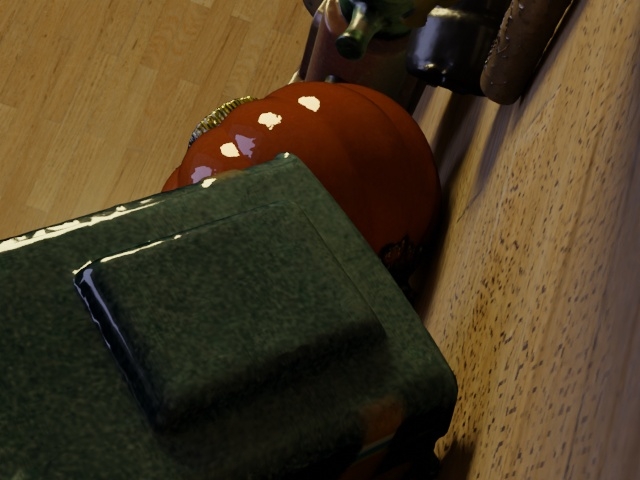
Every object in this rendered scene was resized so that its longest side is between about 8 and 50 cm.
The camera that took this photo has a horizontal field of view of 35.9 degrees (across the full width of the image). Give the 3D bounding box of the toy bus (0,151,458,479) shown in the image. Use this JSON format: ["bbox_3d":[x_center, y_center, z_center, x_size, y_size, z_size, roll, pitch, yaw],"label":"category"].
[{"bbox_3d":[-0.115,0.100,0.419,0.323,0.162,0.194,-20,-31,-28],"label":"toy bus"}]

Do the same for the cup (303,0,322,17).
[{"bbox_3d":[0.116,-0.385,1.225,0.301,0.227,0.257,-40,8,1],"label":"cup"}]

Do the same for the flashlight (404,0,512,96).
[{"bbox_3d":[0.110,-0.203,0.592,0.093,0.093,0.232,-86,13,-86],"label":"flashlight"}]

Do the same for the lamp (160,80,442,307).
[{"bbox_3d":[-0.015,-0.012,0.713,0.223,0.196,0.223,-33,-20,-14],"label":"lamp"}]

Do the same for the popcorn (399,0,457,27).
[{"bbox_3d":[0.026,-0.201,0.257,0.247,0.282,0.282,-46,20,47],"label":"popcorn"}]

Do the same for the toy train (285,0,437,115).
[{"bbox_3d":[0.052,-0.183,0.828,0.221,0.150,0.304,-62,-5,-28],"label":"toy train"}]

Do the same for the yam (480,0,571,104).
[{"bbox_3d":[0.116,-0.127,0.506,0.145,0.032,0.032,109,180,-53],"label":"yam"}]
